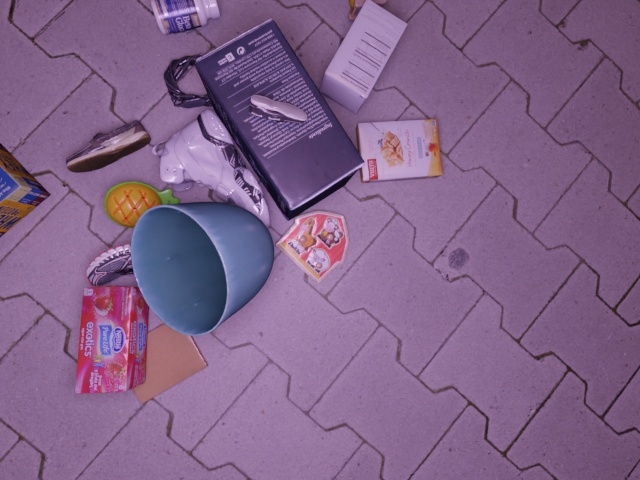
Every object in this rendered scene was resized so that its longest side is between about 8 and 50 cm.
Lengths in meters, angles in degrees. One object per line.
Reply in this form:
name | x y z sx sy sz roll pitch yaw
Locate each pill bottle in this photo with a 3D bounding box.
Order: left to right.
pill bottle | -0.372 -0.640 1.113 0.170 0.094 0.094 -17 90 -6

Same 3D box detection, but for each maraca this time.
maraca | -0.479 -0.094 1.079 0.186 0.099 0.127 2 107 -26

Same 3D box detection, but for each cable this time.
cable | -0.344 -0.455 1.138 0.185 0.047 0.150 -14 84 -4

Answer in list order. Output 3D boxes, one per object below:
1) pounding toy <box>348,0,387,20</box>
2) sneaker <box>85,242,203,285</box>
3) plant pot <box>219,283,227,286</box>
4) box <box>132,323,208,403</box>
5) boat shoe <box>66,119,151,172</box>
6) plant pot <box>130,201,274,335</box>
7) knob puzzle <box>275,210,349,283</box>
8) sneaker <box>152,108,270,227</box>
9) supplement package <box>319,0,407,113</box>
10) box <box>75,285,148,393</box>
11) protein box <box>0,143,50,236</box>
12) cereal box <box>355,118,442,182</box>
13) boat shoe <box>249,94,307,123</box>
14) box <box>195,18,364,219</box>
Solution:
pounding toy | 0.130 -0.795 1.145 0.154 0.155 0.269 6 87 -11
sneaker | -0.459 0.057 1.053 0.300 0.121 0.111 -20 80 -7
plant pot | -0.248 0.146 1.107 0.083 0.083 0.079 -24 103 -7
box | -0.438 0.326 1.100 0.201 0.021 0.164 -29 90 -7
boat shoe | -0.579 -0.257 1.085 0.224 0.080 0.073 -28 85 -12
plant pot | -0.250 0.039 0.943 0.293 0.235 0.292 9 109 28
knob puzzle | 0.000 0.000 1.148 0.213 0.030 0.212 -1 93 -11
sneaker | -0.293 -0.156 1.085 0.210 0.137 0.365 -30 86 -6
supplement package | 0.116 -0.516 1.140 0.134 0.139 0.244 29 84 -6
box | -0.524 0.247 1.023 0.123 0.128 0.256 -1 80 -4
protein box | -0.868 -0.134 1.014 0.200 0.136 0.201 -43 93 -7
cereal box | 0.231 -0.265 1.187 0.241 0.047 0.172 -6 88 -7
boat shoe | -0.092 -0.274 0.862 0.125 0.038 0.046 13 44 -11
box | -0.101 -0.276 1.028 0.212 0.293 0.395 -34 91 -6
